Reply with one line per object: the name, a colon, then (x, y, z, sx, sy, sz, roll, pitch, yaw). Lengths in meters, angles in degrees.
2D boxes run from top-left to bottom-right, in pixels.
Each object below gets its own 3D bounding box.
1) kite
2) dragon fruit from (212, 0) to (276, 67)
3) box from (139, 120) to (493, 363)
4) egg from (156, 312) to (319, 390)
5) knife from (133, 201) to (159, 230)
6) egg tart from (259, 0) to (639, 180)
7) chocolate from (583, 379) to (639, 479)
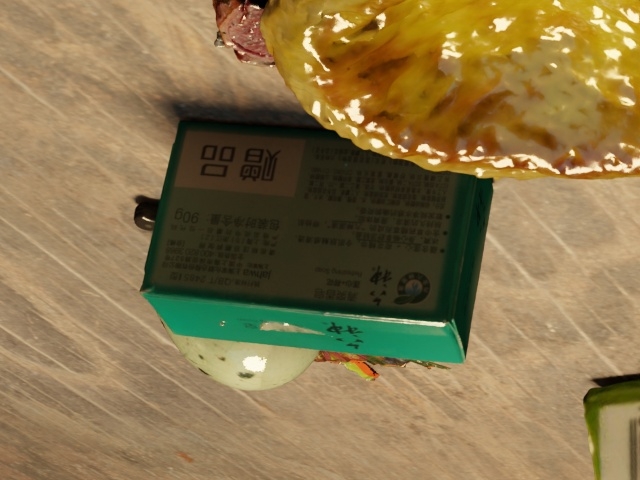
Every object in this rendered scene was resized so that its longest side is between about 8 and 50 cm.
kite: (0.007, 0.109, 1.982, 0.241, 0.014, 0.183, -1, 158, 29)
dragon fruit: (-0.028, -0.161, 1.213, 0.147, 0.102, 0.096, 22, 159, -37)
box: (0.000, 0.000, 1.518, 0.245, 0.153, 0.092, 6, 158, 15)
egg: (-0.073, 0.059, 1.757, 0.164, 0.131, 0.131, 37, 156, -2)
knife: (-0.046, -0.024, 1.673, 0.245, 0.019, 0.072, 3, 153, 13)
egg tart: (0.127, -0.138, 1.126, 0.319, 0.128, 0.319, 4, 155, 2)
chocolate: (0.448, 0.232, 1.908, 0.301, 0.137, 0.289, -10, 151, 43)
